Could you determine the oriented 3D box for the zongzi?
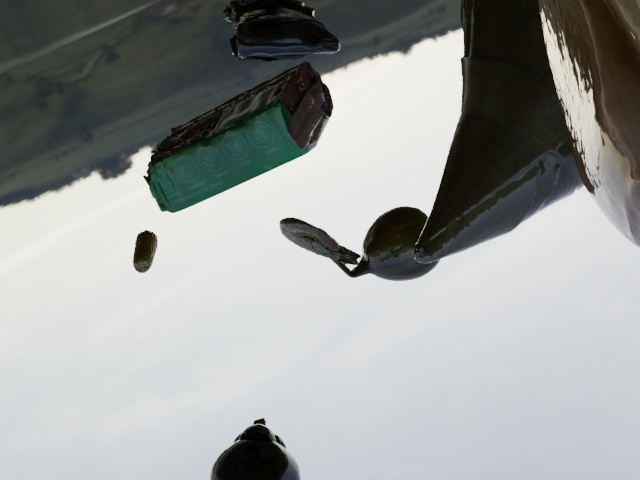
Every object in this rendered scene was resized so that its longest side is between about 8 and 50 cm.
[{"bbox_3d":[0.195,-0.274,0.981,0.466,0.500,0.218,-24,170,-26],"label":"zongzi"}]

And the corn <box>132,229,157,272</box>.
[{"bbox_3d":[-0.210,0.012,0.989,0.027,0.028,0.083,-1,-152,-4],"label":"corn"}]

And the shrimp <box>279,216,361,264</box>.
[{"bbox_3d":[0.000,0.000,0.991,0.059,0.108,0.023,113,-1,-65],"label":"shrimp"}]

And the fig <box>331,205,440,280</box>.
[{"bbox_3d":[0.134,0.020,1.520,0.186,0.148,0.142,-44,-147,-11],"label":"fig"}]

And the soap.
[{"bbox_3d":[-0.119,-0.146,1.186,0.273,0.098,0.218,-22,-159,27],"label":"soap"}]

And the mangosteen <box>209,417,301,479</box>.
[{"bbox_3d":[-0.091,0.324,1.172,0.137,0.137,0.151,-16,-134,23],"label":"mangosteen"}]

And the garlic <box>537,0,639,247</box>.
[{"bbox_3d":[0.180,-0.106,0.430,0.110,0.228,0.217,-10,169,3],"label":"garlic"}]

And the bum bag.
[{"bbox_3d":[-0.053,-0.260,1.006,0.123,0.060,0.248,0,-152,-12],"label":"bum bag"}]
